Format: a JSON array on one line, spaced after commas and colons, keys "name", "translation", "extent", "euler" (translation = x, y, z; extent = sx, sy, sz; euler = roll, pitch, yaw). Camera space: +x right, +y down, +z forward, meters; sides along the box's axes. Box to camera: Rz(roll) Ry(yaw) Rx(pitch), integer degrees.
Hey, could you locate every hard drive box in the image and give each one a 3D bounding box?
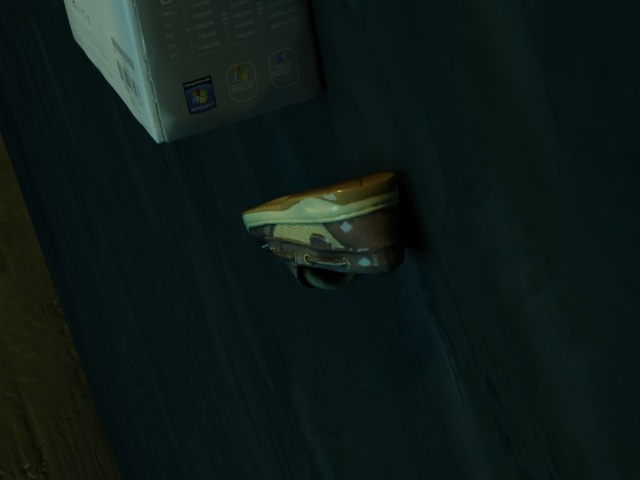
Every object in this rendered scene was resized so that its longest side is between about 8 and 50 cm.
[{"name": "hard drive box", "translation": [-0.087, -0.191, 0.836], "extent": [0.181, 0.089, 0.232], "euler": [-133, 28, -57]}]

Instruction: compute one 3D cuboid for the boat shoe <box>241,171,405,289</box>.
[{"name": "boat shoe", "translation": [0.000, 0.000, 0.813], "extent": [0.152, 0.056, 0.049], "euler": [165, 92, -75]}]
